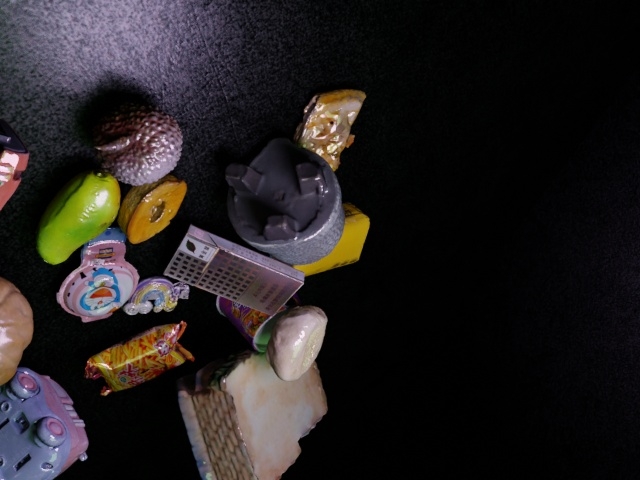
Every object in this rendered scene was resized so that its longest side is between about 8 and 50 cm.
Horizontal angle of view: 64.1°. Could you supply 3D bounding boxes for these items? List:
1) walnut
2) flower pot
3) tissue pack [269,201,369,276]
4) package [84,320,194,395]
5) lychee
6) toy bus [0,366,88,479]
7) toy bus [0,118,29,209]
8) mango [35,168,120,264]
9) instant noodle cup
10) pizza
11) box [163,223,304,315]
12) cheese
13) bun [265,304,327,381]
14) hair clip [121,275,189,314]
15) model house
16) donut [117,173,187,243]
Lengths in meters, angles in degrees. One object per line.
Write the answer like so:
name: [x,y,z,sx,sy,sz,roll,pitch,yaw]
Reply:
walnut: [-0.708,0.183,0.960,0.296,0.285,0.285,-34,150,-47]
flower pot: [-0.086,-0.103,1.270,0.299,0.299,0.283,-41,158,-1]
tissue pack: [0.000,0.000,1.562,0.271,0.134,0.192,-14,136,-35]
package: [-0.511,0.335,1.459,0.288,0.108,0.223,-19,145,-19]
lychee: [-0.355,-0.188,0.988,0.165,0.165,0.197,-52,178,13]
toy bus: [-0.711,0.462,1.267,0.197,0.294,0.232,-43,163,-2]
toy bus: [-0.663,-0.131,0.695,0.427,0.203,0.232,13,110,-49]
mango: [-0.496,-0.048,1.051,0.125,0.111,0.232,23,109,-46]
instant noodle cup: [-0.168,0.211,1.576,0.251,0.190,0.251,-26,142,-22]
pizza: [0.012,-0.260,1.350,0.189,0.071,0.296,-8,133,-40]
box: [-0.225,0.086,1.338,0.325,0.047,0.180,24,132,-21]
cheese: [-0.518,0.085,1.205,0.189,0.074,0.285,-8,132,-41]
bun: [-0.076,0.282,1.458,0.231,0.133,0.230,-51,155,-36]
hair clip: [-0.442,0.143,1.373,0.172,0.049,0.115,-6,119,-30]
model house: [-0.269,0.540,1.710,0.400,0.394,0.445,-17,-175,34]
donut: [-0.380,-0.078,1.133,0.178,0.065,0.162,-53,171,15]
